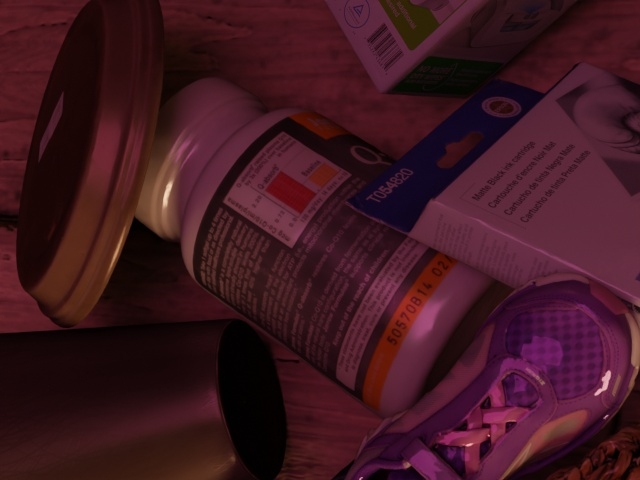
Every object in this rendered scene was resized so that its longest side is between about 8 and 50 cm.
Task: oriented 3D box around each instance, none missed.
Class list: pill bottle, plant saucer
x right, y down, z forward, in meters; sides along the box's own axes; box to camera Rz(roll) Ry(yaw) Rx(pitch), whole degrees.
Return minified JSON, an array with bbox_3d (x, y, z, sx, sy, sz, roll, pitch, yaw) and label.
[{"bbox_3d":[0.000,0.000,0.844,0.278,0.162,0.162,34,97,22],"label":"pill bottle"},{"bbox_3d":[-0.189,-0.070,0.905,0.278,0.041,0.278,-41,43,53],"label":"plant saucer"}]

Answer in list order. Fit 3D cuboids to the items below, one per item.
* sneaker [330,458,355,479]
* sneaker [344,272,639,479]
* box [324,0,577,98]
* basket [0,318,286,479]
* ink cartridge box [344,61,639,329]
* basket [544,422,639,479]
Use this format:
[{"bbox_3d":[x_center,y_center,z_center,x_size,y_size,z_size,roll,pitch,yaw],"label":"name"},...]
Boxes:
[{"bbox_3d":[0.004,0.237,0.860,0.086,0.163,0.226,53,144,14],"label":"sneaker"},{"bbox_3d":[0.089,0.117,0.675,0.095,0.104,0.236,47,120,9],"label":"sneaker"},{"bbox_3d":[0.088,-0.274,0.824,0.231,0.127,0.262,-41,69,33],"label":"box"},{"bbox_3d":[-0.155,0.146,0.902,0.227,0.154,0.204,-15,76,16],"label":"basket"},{"bbox_3d":[0.167,-0.044,0.763,0.224,0.223,0.045,26,133,23],"label":"ink cartridge box"},{"bbox_3d":[0.153,0.282,0.719,0.299,0.213,0.223,-37,71,15],"label":"basket"}]
